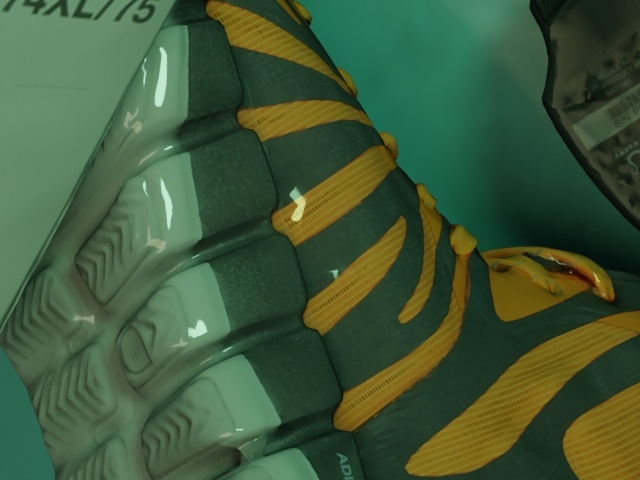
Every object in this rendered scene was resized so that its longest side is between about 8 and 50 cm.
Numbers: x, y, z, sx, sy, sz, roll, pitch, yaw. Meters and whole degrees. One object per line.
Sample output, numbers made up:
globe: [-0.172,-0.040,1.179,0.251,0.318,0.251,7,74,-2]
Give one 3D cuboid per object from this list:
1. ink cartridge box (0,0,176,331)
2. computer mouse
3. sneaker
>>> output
ink cartridge box: [-0.184,-0.117,0.382,0.270,0.198,0.197,45,118,28]
computer mouse: [0.071,-0.095,0.479,0.071,0.041,0.242,-30,95,8]
sneaker: [0.000,0.000,0.491,0.125,0.180,0.321,-34,67,46]
